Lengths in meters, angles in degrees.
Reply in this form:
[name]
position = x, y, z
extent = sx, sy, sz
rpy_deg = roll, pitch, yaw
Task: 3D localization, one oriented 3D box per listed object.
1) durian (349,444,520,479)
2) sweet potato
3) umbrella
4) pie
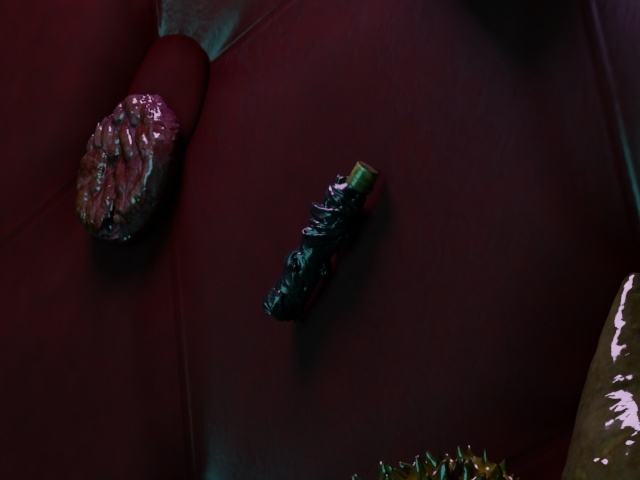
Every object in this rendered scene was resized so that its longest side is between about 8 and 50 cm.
[durian]
position = 0.064, 0.207, 1.162
extent = 0.252, 0.144, 0.139
rpy_deg = -45, 60, 43
[sweet potato]
position = 0.196, 0.167, 1.020
extent = 0.131, 0.131, 0.336
rpy_deg = -27, 58, 45
[umbrella]
position = 0.000, 0.000, 1.410
extent = 0.144, 0.040, 0.037
rpy_deg = -58, 27, 17
[pie]
position = -0.181, -0.066, 1.675
extent = 0.154, 0.036, 0.154
rpy_deg = -25, 57, 47
